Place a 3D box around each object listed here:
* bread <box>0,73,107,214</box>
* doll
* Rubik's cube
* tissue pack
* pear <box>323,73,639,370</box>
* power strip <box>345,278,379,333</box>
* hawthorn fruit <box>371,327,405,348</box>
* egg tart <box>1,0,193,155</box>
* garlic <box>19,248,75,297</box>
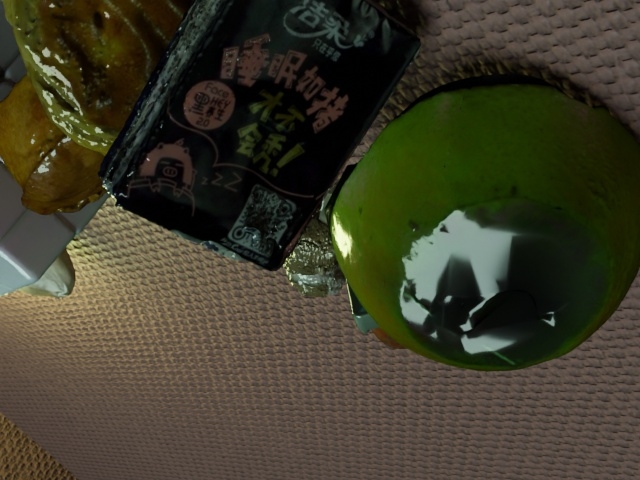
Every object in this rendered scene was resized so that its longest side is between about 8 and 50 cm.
[{"bbox_3d":[-0.302,-0.164,1.470,0.172,0.312,0.312,49,149,2],"label":"bread"},{"bbox_3d":[-0.005,0.002,1.592,0.115,0.105,0.221,33,152,13],"label":"doll"},{"bbox_3d":[-0.520,-0.123,1.680,0.319,0.316,0.322,45,148,-20],"label":"Rubik's cube"},{"bbox_3d":[-0.065,-0.146,1.210,0.245,0.332,0.123,26,-169,-32],"label":"tissue pack"},{"bbox_3d":[0.194,0.021,1.244,0.399,0.165,0.398,5,125,7],"label":"pear"},{"bbox_3d":[0.141,0.034,1.473,0.216,0.145,0.061,-13,143,5],"label":"power strip"},{"bbox_3d":[0.111,0.078,1.563,0.189,0.149,0.149,31,149,1],"label":"hawthorn fruit"},{"bbox_3d":[-0.194,-0.252,1.264,0.352,0.339,0.153,1,-164,-15],"label":"egg tart"},{"bbox_3d":[-0.597,-0.013,2.104,0.143,0.112,0.318,-35,104,34],"label":"garlic"}]
